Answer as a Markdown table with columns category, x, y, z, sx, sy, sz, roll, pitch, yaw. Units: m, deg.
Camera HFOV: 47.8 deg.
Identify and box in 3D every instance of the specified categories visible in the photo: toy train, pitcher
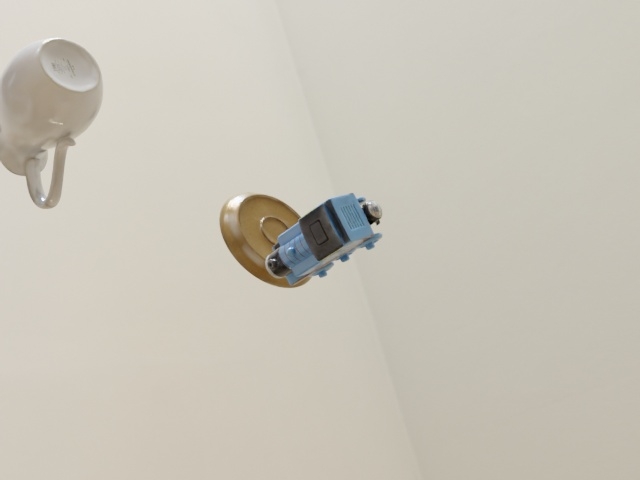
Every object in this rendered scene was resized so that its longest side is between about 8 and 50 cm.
| category | x | y | z | sx | sy | sz | roll | pitch | yaw |
| --- | --- | --- | --- | --- | --- | --- | --- | --- | --- |
| toy train | 0.000 | 0.000 | 0.967 | 0.184 | 0.105 | 0.080 | -32 | -102 | 40 |
| pitcher | -0.367 | -0.154 | 0.973 | 0.207 | 0.125 | 0.178 | -34 | -100 | 41 |

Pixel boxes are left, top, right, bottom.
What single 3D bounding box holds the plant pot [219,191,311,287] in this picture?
| category | x | y | z | sx | sy | sz | roll | pitch | yaw |
| --- | --- | --- | --- | --- | --- | --- | --- | --- | --- |
| plant pot | -0.096 | -0.011 | 1.479 | 0.032 | 0.236 | 0.236 | -43 | -120 | 37 |
